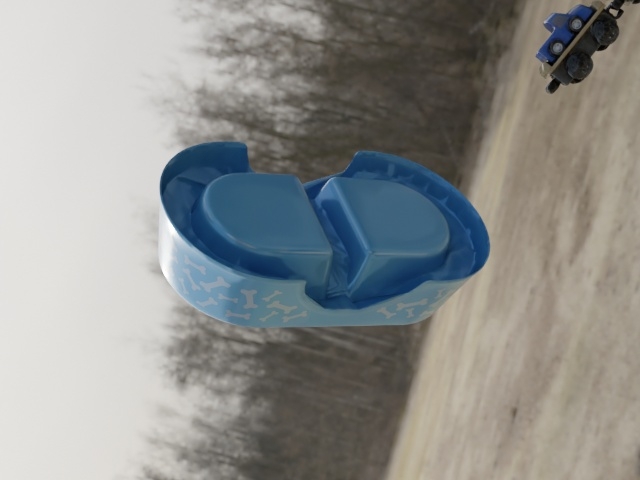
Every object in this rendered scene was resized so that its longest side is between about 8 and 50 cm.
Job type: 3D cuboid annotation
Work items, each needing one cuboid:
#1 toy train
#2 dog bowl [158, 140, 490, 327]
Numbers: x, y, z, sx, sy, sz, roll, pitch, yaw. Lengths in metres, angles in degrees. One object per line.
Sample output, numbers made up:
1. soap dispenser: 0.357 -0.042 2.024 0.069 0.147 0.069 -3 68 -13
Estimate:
1. toy train: 0.164 -0.146 0.564 0.158 0.036 0.027 -53 -3 5
2. dog bowl: 0.000 0.000 0.907 0.166 0.297 0.074 65 143 40
